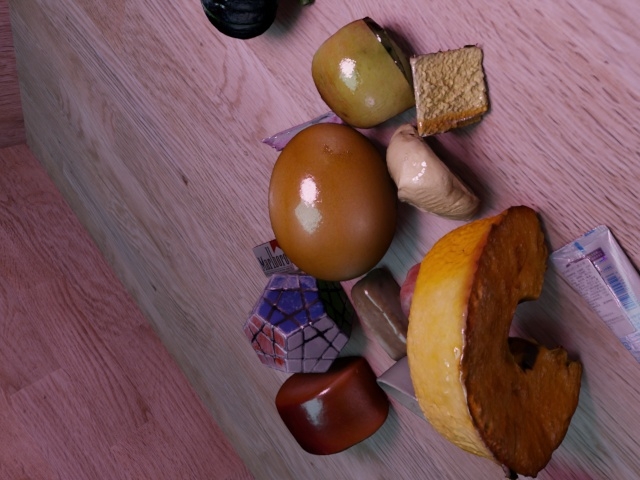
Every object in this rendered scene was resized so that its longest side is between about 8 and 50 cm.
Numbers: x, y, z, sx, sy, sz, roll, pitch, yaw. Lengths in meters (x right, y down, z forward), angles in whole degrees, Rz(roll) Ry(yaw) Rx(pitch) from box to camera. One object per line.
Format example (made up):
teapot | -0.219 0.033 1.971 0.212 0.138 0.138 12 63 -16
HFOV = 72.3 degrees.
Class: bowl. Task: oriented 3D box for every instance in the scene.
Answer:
bowl | 0.286 0.341 0.992 0.289 0.146 0.289 32 164 10

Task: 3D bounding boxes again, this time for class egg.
egg | 0.027 -0.078 0.960 0.282 0.282 0.352 16 121 40

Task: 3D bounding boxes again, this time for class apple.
apple | 0.085 -0.314 0.858 0.188 0.173 0.207 64 156 -1

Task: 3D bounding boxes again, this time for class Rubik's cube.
Rubik's cube | -0.059 0.226 1.247 0.319 0.319 0.264 36 161 27

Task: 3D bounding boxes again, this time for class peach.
peach | 0.253 0.128 0.965 0.152 0.152 0.152 25 129 35

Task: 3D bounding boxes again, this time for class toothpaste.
toothpaste | 0.522 0.122 0.735 0.299 0.073 0.114 59 142 15

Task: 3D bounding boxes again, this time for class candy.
candy | 0.173 0.189 1.108 0.234 0.102 0.104 52 140 6

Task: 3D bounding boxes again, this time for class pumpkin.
pumpkin | -0.131 -0.552 0.921 0.248 0.248 0.248 25 129 35

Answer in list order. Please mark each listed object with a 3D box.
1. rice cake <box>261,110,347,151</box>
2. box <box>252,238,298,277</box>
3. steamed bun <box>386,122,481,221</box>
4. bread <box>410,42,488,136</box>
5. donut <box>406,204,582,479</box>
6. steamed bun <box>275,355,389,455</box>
rice cake | -0.036 -0.266 1.073 0.290 0.081 0.051 -6 95 48
box | -0.144 0.055 1.413 0.177 0.036 0.115 -17 100 50
steamed bun | 0.185 -0.120 0.819 0.110 0.212 0.231 -44 74 20
bread | 0.214 -0.257 0.767 0.127 0.152 0.147 1 114 35
donut | 0.291 0.174 0.774 0.163 0.377 0.435 -9 101 49
steamed bun | 0.010 0.518 1.364 0.379 0.248 0.235 -27 92 49
